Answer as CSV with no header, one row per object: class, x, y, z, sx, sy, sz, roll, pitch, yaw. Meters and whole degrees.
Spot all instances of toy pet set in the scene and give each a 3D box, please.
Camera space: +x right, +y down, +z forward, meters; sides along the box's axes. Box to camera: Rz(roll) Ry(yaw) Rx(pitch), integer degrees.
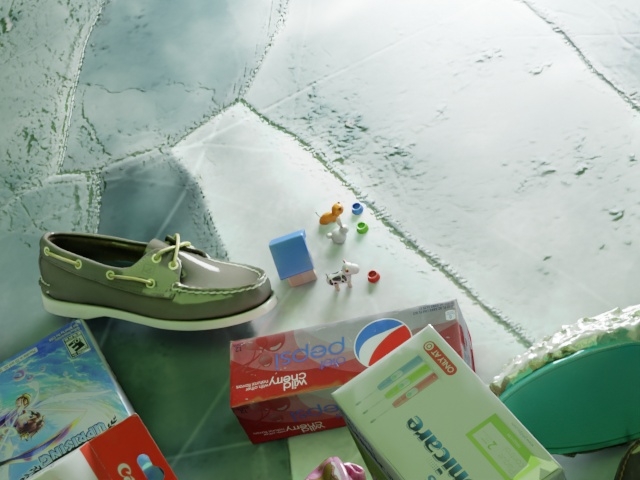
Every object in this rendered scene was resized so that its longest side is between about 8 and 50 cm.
toy pet set,0.000,0.000,1.938,0.114,0.065,0.122,-18,50,5

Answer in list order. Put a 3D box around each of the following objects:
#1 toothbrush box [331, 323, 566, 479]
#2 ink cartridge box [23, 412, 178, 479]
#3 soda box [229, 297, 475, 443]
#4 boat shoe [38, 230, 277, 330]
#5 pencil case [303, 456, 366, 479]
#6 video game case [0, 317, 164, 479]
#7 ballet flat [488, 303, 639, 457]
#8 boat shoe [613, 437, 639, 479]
toothbrush box,0.143,0.249,1.559,0.122,0.283,0.206,-35,50,-8
ink cartridge box,-0.237,0.293,1.760,0.179,0.045,0.145,-31,95,-3
soda box,0.035,0.145,1.805,0.263,0.083,0.092,-12,51,11
boat shoe,-0.198,0.042,1.940,0.305,0.091,0.109,3,23,22
pencil case,-0.107,0.363,1.645,0.386,0.160,0.167,-25,80,-1
video game case,-0.336,0.248,1.872,0.269,0.061,0.244,-31,51,-5
ballet flat,0.363,0.114,1.707,0.408,0.147,0.147,-17,51,2
boat shoe,0.321,0.331,1.533,0.132,0.130,0.355,-6,53,15
